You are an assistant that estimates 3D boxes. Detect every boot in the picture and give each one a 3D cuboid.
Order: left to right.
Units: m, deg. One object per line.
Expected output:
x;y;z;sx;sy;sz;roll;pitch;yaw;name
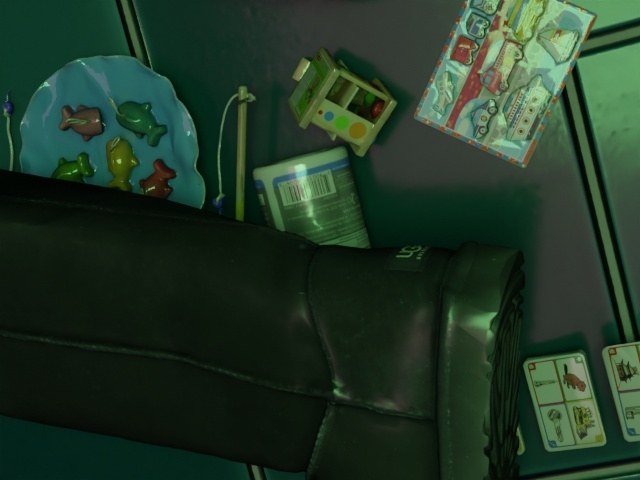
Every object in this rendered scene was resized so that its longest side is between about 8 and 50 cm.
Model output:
-0.082;0.149;0.818;0.445;0.146;0.367;7;106;20;boot

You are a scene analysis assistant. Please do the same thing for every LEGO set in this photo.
0.220;0.201;0.866;0.182;0.060;0.244;-14;95;28;LEGO set

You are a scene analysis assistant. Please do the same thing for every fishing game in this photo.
-0.180;-0.058;0.891;0.264;0.041;0.189;12;104;21;fishing game

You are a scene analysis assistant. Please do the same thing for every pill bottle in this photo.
0.000;0.000;0.854;0.078;0.078;0.137;-12;97;16;pill bottle

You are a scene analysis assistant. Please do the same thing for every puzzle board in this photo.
0.140;-0.132;0.830;0.096;0.011;0.128;26;105;8;puzzle board

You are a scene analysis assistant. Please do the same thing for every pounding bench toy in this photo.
0.016;-0.112;0.846;0.065;0.083;0.052;25;110;-24;pounding bench toy
